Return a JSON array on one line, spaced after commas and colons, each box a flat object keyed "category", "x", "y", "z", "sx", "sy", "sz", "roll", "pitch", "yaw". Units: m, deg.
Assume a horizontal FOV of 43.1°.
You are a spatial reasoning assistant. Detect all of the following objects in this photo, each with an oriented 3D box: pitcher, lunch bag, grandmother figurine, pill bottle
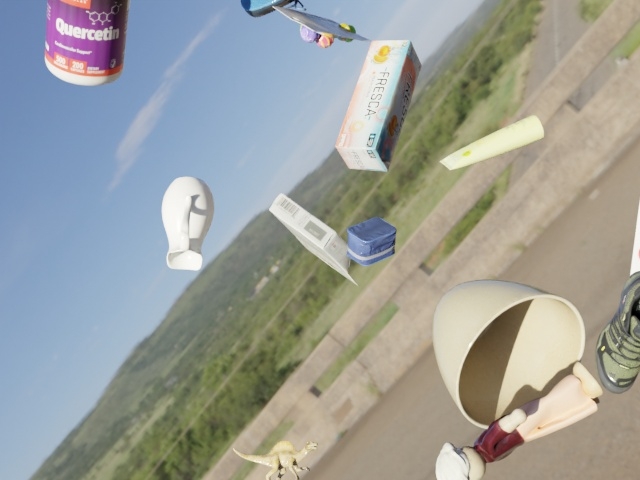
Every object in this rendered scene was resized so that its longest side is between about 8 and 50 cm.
[{"category": "pitcher", "x": -0.316, "y": -0.053, "z": 1.931, "sx": 0.178, "sy": 0.125, "sz": 0.207, "roll": 121, "pitch": 152, "yaw": -66}, {"category": "lunch bag", "x": 0.100, "y": 0.004, "z": 1.553, "sx": 0.098, "sy": 0.067, "sz": 0.065, "roll": -20, "pitch": -52, "yaw": -31}, {"category": "grandmother figurine", "x": 0.364, "y": 0.358, "z": 1.518, "sx": 0.342, "sy": 0.104, "sz": 0.208, "roll": -33, "pitch": -36, "yaw": -2}, {"category": "pill bottle", "x": -0.527, "y": -0.529, "z": 1.841, "sx": 0.181, "sy": 0.181, "sz": 0.323, "roll": -51, "pitch": -19, "yaw": -53}]

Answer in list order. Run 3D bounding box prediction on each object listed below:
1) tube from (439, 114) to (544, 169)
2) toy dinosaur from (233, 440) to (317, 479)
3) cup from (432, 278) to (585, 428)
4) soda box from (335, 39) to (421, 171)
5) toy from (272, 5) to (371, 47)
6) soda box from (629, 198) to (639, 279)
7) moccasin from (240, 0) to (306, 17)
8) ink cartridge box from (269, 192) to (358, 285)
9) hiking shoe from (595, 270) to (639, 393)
[{"category": "tube", "x": 0.401, "y": -0.222, "z": 1.895, "sx": 0.240, "sy": 0.062, "sz": 0.070, "roll": -23, "pitch": -22, "yaw": 1}, {"category": "toy dinosaur", "x": -0.088, "y": 0.465, "z": 1.690, "sx": 0.053, "sy": 0.183, "sz": 0.093, "roll": 64, "pitch": -161, "yaw": -57}, {"category": "cup", "x": 0.380, "y": 0.216, "z": 1.808, "sx": 0.331, "sy": 0.331, "sz": 0.237, "roll": -51, "pitch": 35, "yaw": 3}, {"category": "soda box", "x": 0.082, "y": -0.187, "z": 1.114, "sx": 0.058, "sy": 0.063, "sz": 0.183, "roll": 50, "pitch": -127, "yaw": -54}, {"category": "toy", "x": 0.000, "y": -0.492, "z": 1.919, "sx": 0.237, "sy": 0.137, "sz": 0.056, "roll": -13, "pitch": -48, "yaw": -51}, {"category": "soda box", "x": 0.703, "y": 0.003, "z": 1.711, "sx": 0.069, "sy": 0.073, "sz": 0.216, "roll": 37, "pitch": -118, "yaw": -64}, {"category": "moccasin", "x": -0.044, "y": -0.680, "z": 2.139, "sx": 0.342, "sy": 0.138, "sz": 0.117, "roll": -25, "pitch": -25, "yaw": 15}, {"category": "ink cartridge box", "x": 0.000, "y": 0.000, "z": 1.893, "sx": 0.066, "sy": 0.189, "sz": 0.232, "roll": -53, "pitch": -34, "yaw": -2}, {"category": "hiking shoe", "x": 0.539, "y": 0.164, "z": 1.409, "sx": 0.114, "sy": 0.086, "sz": 0.227, "roll": -18, "pitch": -57, "yaw": -76}]
